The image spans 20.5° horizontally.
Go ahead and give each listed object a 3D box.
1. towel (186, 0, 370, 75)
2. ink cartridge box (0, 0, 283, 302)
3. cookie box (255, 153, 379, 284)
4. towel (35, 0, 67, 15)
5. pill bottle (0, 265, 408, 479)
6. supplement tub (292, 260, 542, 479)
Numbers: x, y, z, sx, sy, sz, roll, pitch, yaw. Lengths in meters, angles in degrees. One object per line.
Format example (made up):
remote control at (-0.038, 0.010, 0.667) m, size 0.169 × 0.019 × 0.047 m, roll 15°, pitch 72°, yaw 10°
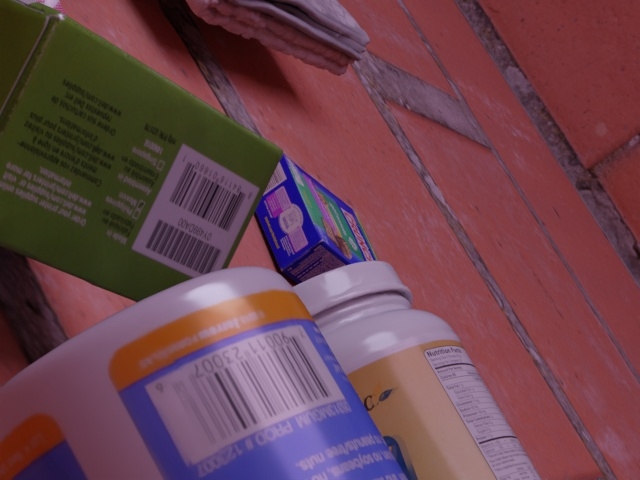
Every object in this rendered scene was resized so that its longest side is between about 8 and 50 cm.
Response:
towel at (-0.094, -0.293, 1.442) m, size 0.317 × 0.053 × 0.332 m, roll 59°, pitch 15°, yaw 12°
ink cartridge box at (-0.174, -0.068, 0.824) m, size 0.255 × 0.097 × 0.189 m, roll 24°, pitch -3°, yaw 32°
cookie box at (0.000, 0.000, 1.283) m, size 0.107 × 0.040 × 0.092 m, roll 38°, pitch 22°, yaw -49°
towel at (-0.140, -0.084, 1.056) m, size 0.197 × 0.029 × 0.144 m, roll 48°, pitch 17°, yaw -26°
pill bottle at (-0.014, 0.160, 0.685) m, size 0.272 × 0.152 × 0.152 m, roll 60°, pitch 16°, yaw 14°
supplement tub at (0.033, 0.126, 0.917) m, size 0.200 × 0.144 × 0.144 m, roll 60°, pitch 16°, yaw 18°
